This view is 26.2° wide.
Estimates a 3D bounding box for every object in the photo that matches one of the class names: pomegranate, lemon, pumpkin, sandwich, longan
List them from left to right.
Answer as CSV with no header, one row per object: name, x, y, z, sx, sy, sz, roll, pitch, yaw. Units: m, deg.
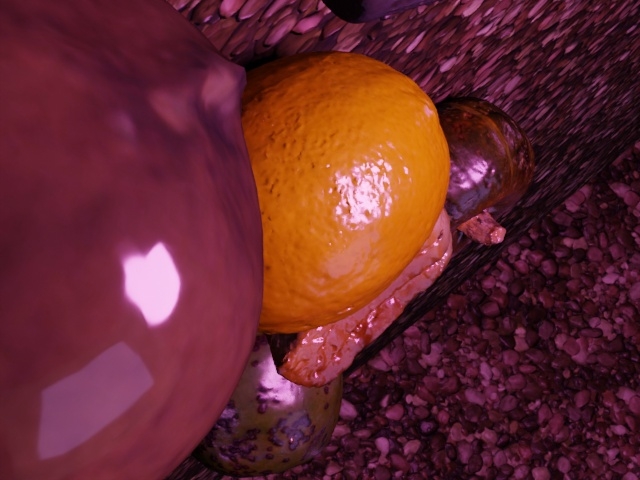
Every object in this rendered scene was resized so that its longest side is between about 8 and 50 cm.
longan,-0.170,0.001,0.688,0.319,0.319,0.319,-39,168,-10
pomegranate,-0.099,0.171,1.693,0.270,0.254,0.254,-20,177,22
lemon,-0.016,-0.043,1.192,0.236,0.236,0.263,100,14,-71
sandwich,0.000,0.000,1.379,0.226,0.251,0.087,-39,132,-2
pumpkin,0.171,-0.062,1.805,0.260,0.189,0.260,-40,167,-12

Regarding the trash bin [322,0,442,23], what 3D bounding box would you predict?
trash bin,0.064,-0.233,0.963,0.161,0.175,0.175,-28,165,-14
